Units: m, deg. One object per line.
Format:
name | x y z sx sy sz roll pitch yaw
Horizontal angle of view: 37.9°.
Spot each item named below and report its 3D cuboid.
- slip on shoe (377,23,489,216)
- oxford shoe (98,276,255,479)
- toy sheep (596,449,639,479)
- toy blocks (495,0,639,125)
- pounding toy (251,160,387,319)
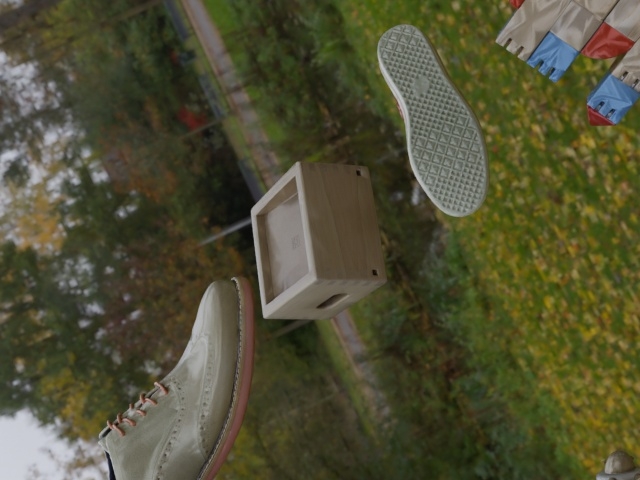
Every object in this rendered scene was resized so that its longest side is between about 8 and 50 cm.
slip on shoe | 0.182 -0.187 1.476 0.101 0.123 0.331 43 -155 -68
oxford shoe | -0.181 0.222 1.111 0.140 0.146 0.397 159 127 -71
toy sheep | 0.392 0.333 1.186 0.091 0.091 0.132 128 134 -85
toy blocks | 0.331 -0.327 1.196 0.381 0.261 0.191 35 -155 0
pounding toy | 0.000 0.000 0.860 0.141 0.100 0.130 -40 53 55
